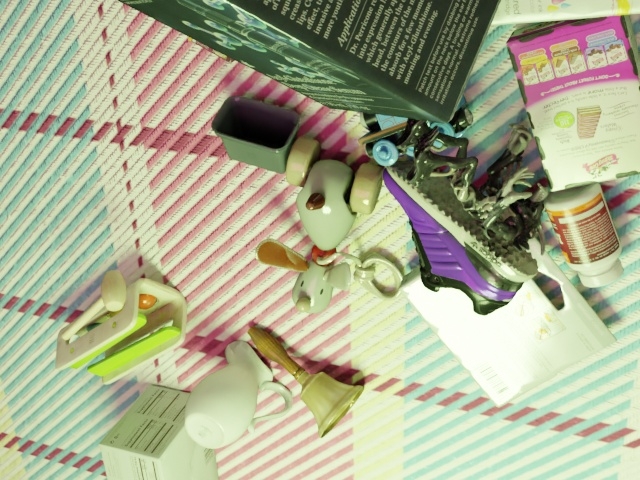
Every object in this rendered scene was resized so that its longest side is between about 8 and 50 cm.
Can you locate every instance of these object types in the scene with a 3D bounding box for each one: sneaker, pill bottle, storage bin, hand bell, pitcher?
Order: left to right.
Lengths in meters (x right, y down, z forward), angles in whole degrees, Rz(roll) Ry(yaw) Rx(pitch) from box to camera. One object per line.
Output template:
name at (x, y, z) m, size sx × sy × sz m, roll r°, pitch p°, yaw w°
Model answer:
pitcher at (-0.153, 0.313, 1.691) m, size 0.178 × 0.207 × 0.125 m, roll 36°, pitch 127°, yaw 0°
storage bin at (-0.100, -0.173, 1.463) m, size 0.135 × 0.098 × 0.091 m, roll 18°, pitch 152°, yaw 14°
hand bell at (-0.048, 0.249, 1.685) m, size 0.242 × 0.126 × 0.126 m, roll 39°, pitch 127°, yaw 14°
sneaker at (0.184, 0.004, 1.371) m, size 0.293 × 0.102 × 0.146 m, roll 46°, pitch 126°, yaw 23°
pill bottle at (0.398, -0.010, 1.322) m, size 0.086 × 0.086 × 0.152 m, roll -15°, pitch 110°, yaw 31°

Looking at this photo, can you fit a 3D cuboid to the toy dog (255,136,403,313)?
toy dog at (0.000, 0.000, 1.465) m, size 0.220 × 0.161 × 0.333 m, roll 1°, pitch 118°, yaw 25°

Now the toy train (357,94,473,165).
toy train at (0.140, -0.184, 1.349) m, size 0.184 × 0.080 × 0.105 m, roll -16°, pitch 102°, yaw 32°

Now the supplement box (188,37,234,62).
supplement box at (-0.163, -0.332, 1.420) m, size 0.083 × 0.043 × 0.055 m, roll 31°, pitch 126°, yaw 7°

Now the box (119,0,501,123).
box at (-0.028, -0.322, 1.080) m, size 0.396 × 0.293 × 0.212 m, roll 23°, pitch 90°, yaw -31°

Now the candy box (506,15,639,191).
candy box at (0.372, -0.198, 1.234) m, size 0.159 × 0.071 × 0.233 m, roll -10°, pitch 113°, yaw 29°

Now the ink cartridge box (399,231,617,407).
ink cartridge box at (0.305, 0.111, 1.454) m, size 0.239 × 0.060 × 0.275 m, roll -36°, pitch 99°, yaw 25°

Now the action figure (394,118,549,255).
action figure at (0.246, -0.087, 1.256) m, size 0.276 × 0.164 × 0.141 m, roll 30°, pitch 122°, yaw -23°

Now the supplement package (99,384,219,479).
supplement package at (-0.333, 0.478, 1.871) m, size 0.145 × 0.204 × 0.261 m, roll 8°, pitch 121°, yaw 19°

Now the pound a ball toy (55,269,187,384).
pound a ball toy at (-0.413, 0.152, 1.740) m, size 0.208 × 0.135 × 0.319 m, roll 27°, pitch 136°, yaw -38°

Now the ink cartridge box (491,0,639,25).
ink cartridge box at (0.347, -0.398, 1.094) m, size 0.306 × 0.131 × 0.226 m, roll 2°, pitch 118°, yaw 25°
